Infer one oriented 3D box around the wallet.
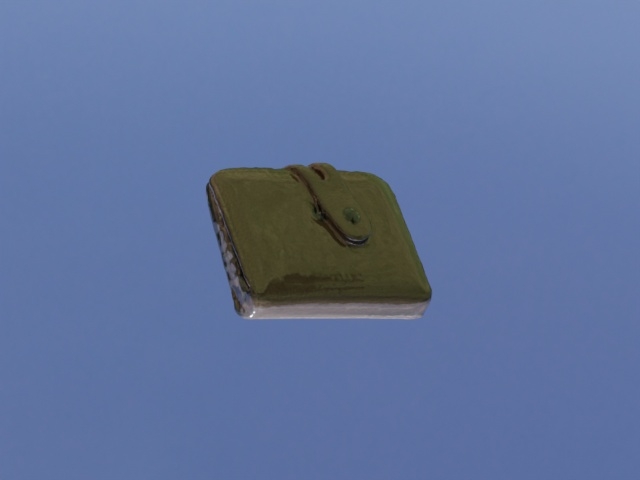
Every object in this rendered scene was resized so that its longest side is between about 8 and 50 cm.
[{"bbox_3d":[0.000,0.000,0.920,0.152,0.039,0.118,-1,-122,-35],"label":"wallet"}]
